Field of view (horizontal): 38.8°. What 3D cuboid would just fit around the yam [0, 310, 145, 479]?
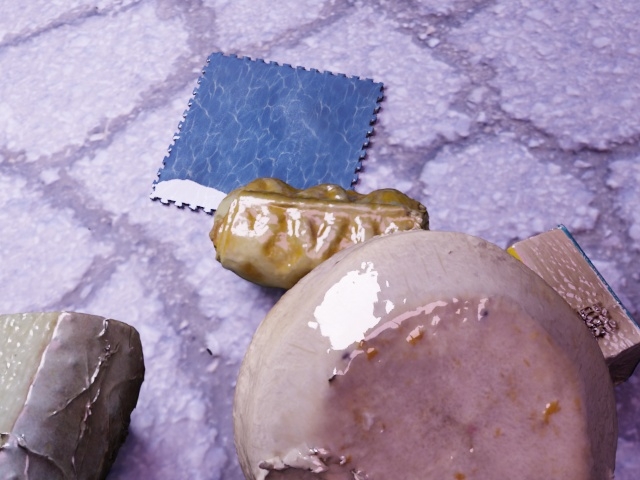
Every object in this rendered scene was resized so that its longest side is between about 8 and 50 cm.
[{"bbox_3d":[-0.306,0.203,0.946,0.203,0.201,0.271,1,62,28],"label":"yam"}]

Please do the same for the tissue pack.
[{"bbox_3d":[0.277,0.083,1.020,0.082,0.120,0.169,-26,63,-8],"label":"tissue pack"}]

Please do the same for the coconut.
[{"bbox_3d":[0.091,0.166,0.871,0.346,0.360,0.346,0,87,-6],"label":"coconut"}]

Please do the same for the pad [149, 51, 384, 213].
[{"bbox_3d":[-0.068,-0.137,1.235,0.269,0.012,0.269,11,61,10],"label":"pad"}]

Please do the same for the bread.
[{"bbox_3d":[0.000,0.000,1.080,0.268,0.129,0.152,6,32,10],"label":"bread"}]
